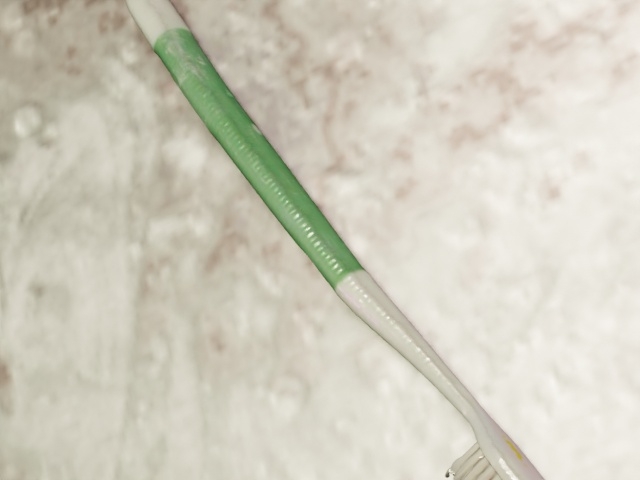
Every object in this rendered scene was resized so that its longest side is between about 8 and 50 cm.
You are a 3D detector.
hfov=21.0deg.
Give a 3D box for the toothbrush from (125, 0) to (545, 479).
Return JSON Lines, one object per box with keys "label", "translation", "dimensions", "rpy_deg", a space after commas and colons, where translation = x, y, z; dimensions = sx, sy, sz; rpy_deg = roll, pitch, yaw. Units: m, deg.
{"label": "toothbrush", "translation": [0.000, 0.000, 0.575], "dimensions": [0.024, 0.018, 0.257], "rpy_deg": [-46, 61, 19]}
